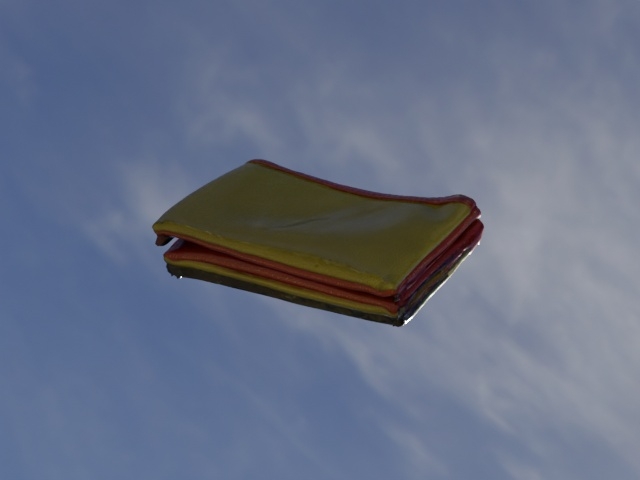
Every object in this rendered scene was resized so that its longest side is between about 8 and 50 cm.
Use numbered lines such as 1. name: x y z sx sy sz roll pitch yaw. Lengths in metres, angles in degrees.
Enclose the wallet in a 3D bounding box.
1. wallet: 0.000 0.000 1.366 0.241 0.141 0.067 13 -52 35
